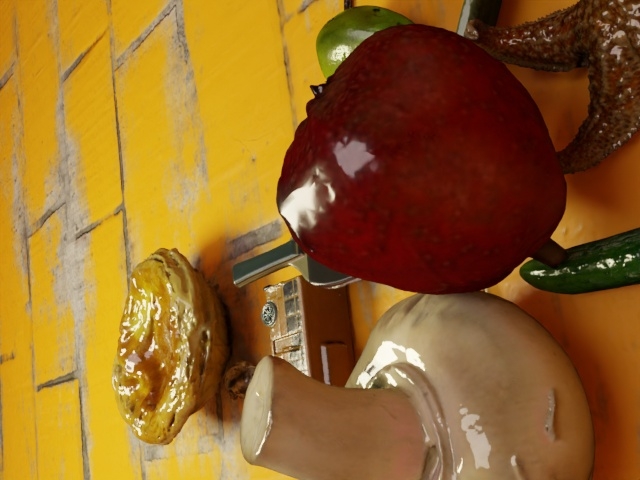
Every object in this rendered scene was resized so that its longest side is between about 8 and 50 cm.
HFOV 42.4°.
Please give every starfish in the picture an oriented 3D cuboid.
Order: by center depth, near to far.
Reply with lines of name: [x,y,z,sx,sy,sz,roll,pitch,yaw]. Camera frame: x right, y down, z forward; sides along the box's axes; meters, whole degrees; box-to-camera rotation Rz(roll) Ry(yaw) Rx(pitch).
starfish: [0.282,-0.230,0.820,0.303,0.113,0.312,-7,85,53]

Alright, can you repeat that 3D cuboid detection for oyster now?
oyster: [-0.126,0.237,1.406,0.083,0.038,0.080,-4,111,26]

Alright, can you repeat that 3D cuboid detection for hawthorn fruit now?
hawthorn fruit: [0.120,-0.066,0.834,0.307,0.265,0.265,30,120,4]

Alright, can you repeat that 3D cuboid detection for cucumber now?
cucumber: [0.302,0.020,0.819,0.250,0.056,0.056,-20,72,53]

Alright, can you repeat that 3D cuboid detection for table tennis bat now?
table tennis bat: [0.000,0.000,1.148,0.301,0.022,0.173,-25,51,25]

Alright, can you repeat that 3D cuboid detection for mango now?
mango: [0.070,-0.256,1.111,0.178,0.100,0.119,6,129,45]

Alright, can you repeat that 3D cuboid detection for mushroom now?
mushroom: [0.115,0.201,0.904,0.356,0.315,0.315,15,102,17]

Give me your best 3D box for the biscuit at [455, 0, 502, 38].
biscuit: [0.178,-0.225,0.977,0.038,0.099,0.322,18,103,18]

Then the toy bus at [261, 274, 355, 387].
toy bus: [-0.011,0.155,1.190,0.114,0.098,0.201,-24,67,48]

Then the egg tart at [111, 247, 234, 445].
egg tart: [-0.257,0.186,1.465,0.352,0.150,0.351,-15,72,55]

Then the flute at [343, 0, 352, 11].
flute: [0.040,-0.451,1.228,0.014,0.014,0.269,-5,84,53]
